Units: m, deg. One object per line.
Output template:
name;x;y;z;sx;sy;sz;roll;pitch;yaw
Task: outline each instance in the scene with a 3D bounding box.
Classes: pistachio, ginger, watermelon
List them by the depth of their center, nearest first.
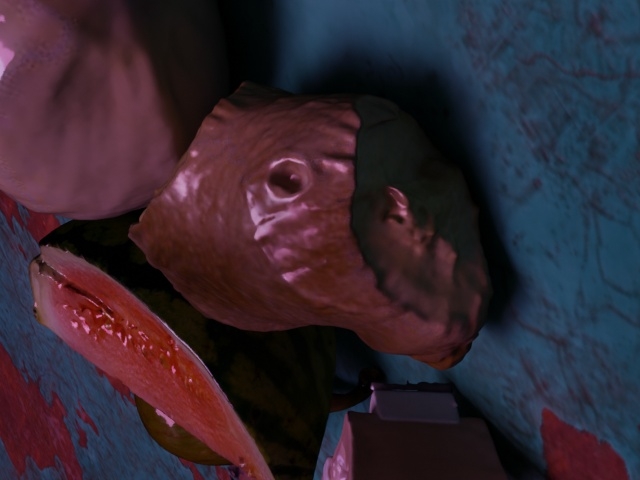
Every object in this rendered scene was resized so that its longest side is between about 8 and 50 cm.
ginger;0.000;0.000;1.033;0.221;0.130;0.275;31;164;6
pistachio;-0.167;-0.122;1.139;0.226;0.208;0.332;36;163;16
watermelon;-0.110;0.045;1.200;0.303;0.159;0.128;31;-175;36

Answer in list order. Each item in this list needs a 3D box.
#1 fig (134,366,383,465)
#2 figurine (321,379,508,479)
fig;-0.035;0.109;1.280;0.236;0.124;0.124;-3;114;40
figurine;0.048;0.211;1.125;0.141;0.163;0.236;-101;21;-44
